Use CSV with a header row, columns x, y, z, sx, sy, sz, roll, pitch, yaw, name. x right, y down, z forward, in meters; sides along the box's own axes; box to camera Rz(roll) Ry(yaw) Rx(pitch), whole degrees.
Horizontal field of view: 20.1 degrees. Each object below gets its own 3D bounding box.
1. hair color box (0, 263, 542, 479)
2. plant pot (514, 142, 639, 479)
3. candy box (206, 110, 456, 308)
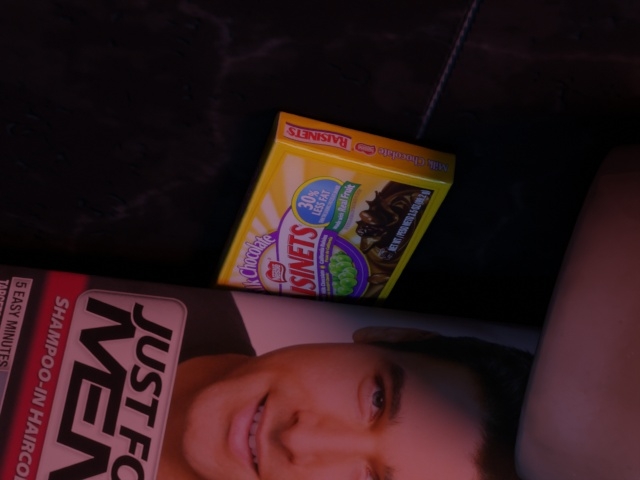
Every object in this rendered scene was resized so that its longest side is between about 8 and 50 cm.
x,y,z,sx,sy,sz,roll,pitch,yaw,name
-0.042,0.136,1.100,0.374,0.185,0.114,7,149,2,hair color box
0.261,0.078,0.942,0.280,0.323,0.323,16,149,15,plant pot
0.000,0.000,1.079,0.105,0.027,0.206,15,146,-7,candy box
